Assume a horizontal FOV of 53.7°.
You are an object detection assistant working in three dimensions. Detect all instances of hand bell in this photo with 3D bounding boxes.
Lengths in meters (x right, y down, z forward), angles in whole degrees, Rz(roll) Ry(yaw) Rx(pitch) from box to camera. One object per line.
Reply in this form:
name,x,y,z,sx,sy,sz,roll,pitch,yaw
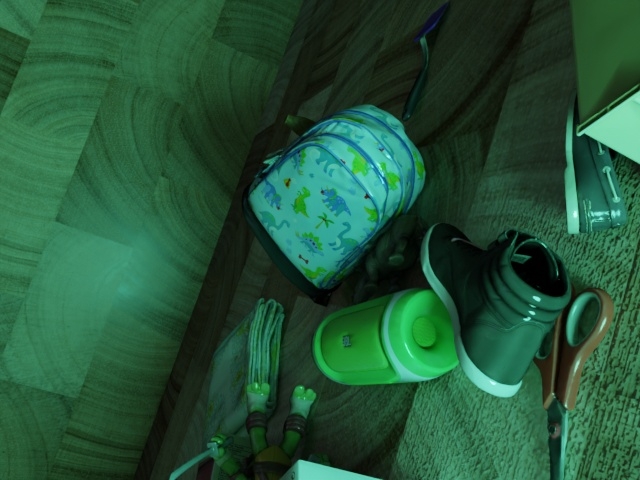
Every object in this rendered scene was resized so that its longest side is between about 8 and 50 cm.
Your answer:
hand bell,0.037,-0.190,1.268,0.126,0.242,0.126,-56,19,32

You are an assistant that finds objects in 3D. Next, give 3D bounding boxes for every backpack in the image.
backpack,0.026,-0.082,1.161,0.355,0.290,0.273,-37,-4,27

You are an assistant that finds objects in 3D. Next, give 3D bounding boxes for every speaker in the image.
speaker,0.091,0.151,0.953,0.296,0.131,0.131,-30,43,62

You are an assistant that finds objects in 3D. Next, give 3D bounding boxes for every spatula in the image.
spatula,0.213,-0.374,1.315,0.084,0.030,0.297,-23,49,62

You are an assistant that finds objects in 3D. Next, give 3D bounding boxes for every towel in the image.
towel,-0.209,0.362,1.620,0.374,0.090,0.321,-53,24,41

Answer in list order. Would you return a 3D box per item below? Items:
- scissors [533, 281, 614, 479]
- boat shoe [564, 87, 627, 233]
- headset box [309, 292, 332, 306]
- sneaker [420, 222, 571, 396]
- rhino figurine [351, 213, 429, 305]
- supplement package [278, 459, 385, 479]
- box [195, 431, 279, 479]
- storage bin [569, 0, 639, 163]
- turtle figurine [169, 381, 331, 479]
scissors,0.245,0.182,0.665,0.109,0.021,0.297,-13,60,67
boat shoe,0.315,-0.095,0.724,0.064,0.075,0.206,-1,55,24
headset box,0.000,0.103,1.400,0.062,0.032,0.083,-67,20,6
sneaker,0.210,0.032,0.762,0.296,0.104,0.147,-96,29,-56
rhino figurine,0.112,0.044,1.088,0.243,0.073,0.106,128,159,-48
supplement package,0.002,0.440,0.779,0.263,0.198,0.199,-55,24,35
box,-0.172,0.523,1.253,0.127,0.148,0.232,-50,26,47
storage bin,0.371,-0.239,0.593,0.260,0.123,0.262,-41,33,53
turtle figurine,-0.087,0.361,1.128,0.197,0.275,0.266,-21,36,19
